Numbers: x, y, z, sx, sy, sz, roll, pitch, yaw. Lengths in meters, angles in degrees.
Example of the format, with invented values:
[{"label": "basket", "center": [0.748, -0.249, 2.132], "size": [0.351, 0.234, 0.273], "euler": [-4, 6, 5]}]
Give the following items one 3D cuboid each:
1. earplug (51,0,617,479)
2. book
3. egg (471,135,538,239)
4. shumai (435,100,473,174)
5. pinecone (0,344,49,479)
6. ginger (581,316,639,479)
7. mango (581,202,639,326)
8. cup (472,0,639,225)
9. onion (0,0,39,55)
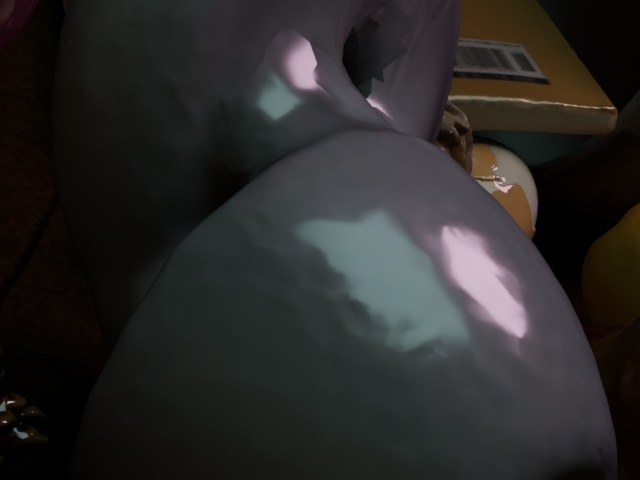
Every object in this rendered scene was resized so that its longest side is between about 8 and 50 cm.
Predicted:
[{"label": "earplug", "center": [0.003, -0.007, 0.688], "size": [0.214, 0.175, 0.325], "euler": [47, 34, -57]}, {"label": "book", "center": [-0.017, -0.152, 1.127], "size": [0.269, 0.032, 0.389], "euler": [0, 29, -12]}, {"label": "egg", "center": [0.075, -0.014, 0.998], "size": [0.071, 0.071, 0.083], "euler": [19, 28, -14]}, {"label": "shumai", "center": [-0.003, -0.001, 0.874], "size": [0.146, 0.145, 0.116], "euler": [11, 51, -29]}, {"label": "pinecone", "center": [-0.126, 0.081, 0.601], "size": [0.102, 0.102, 0.109], "euler": [3, 44, -40]}, {"label": "ginger", "center": [0.231, 0.104, 0.703], "size": [0.254, 0.176, 0.418], "euler": [-3, 11, -25]}, {"label": "mango", "center": [0.216, 0.056, 0.970], "size": [0.195, 0.092, 0.130], "euler": [40, 26, 18]}, {"label": "cup", "center": [0.256, -0.077, 1.114], "size": [0.257, 0.227, 0.301], "euler": [21, 21, -24]}, {"label": "onion", "center": [-0.277, -0.192, 0.750], "size": [0.358, 0.345, 0.358], "euler": [-11, 30, 6]}]
